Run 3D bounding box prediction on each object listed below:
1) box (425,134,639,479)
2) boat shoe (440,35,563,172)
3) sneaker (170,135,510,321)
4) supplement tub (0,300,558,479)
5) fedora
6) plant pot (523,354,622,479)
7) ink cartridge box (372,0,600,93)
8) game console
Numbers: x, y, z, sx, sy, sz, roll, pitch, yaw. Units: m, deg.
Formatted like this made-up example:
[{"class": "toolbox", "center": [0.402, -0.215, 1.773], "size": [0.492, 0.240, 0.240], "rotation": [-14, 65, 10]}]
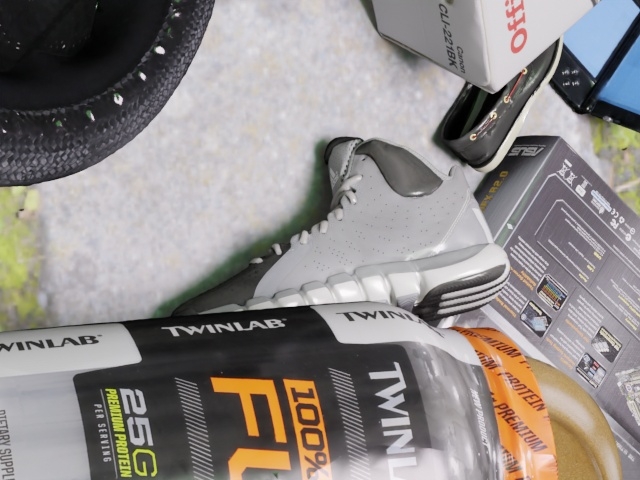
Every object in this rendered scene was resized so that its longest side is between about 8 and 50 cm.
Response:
[{"class": "box", "center": [0.182, 0.065, 1.225], "size": [0.231, 0.056, 0.183], "rotation": [41, 73, -24]}, {"class": "boat shoe", "center": [0.129, -0.114, 1.195], "size": [0.042, 0.049, 0.133], "rotation": [35, 78, -34]}, {"class": "sneaker", "center": [0.000, 0.000, 1.118], "size": [0.229, 0.086, 0.132], "rotation": [-11, 68, -13]}, {"class": "supplement tub", "center": [-0.050, 0.143, 0.971], "size": [0.338, 0.207, 0.207], "rotation": [-5, 93, -18]}, {"class": "fedora", "center": [-0.217, -0.188, 0.924], "size": [0.334, 0.152, 0.334], "rotation": [-2, 93, -40]}, {"class": "plant pot", "center": [0.107, 0.192, 1.159], "size": [0.236, 0.032, 0.236], "rotation": [-5, 106, -18]}, {"class": "ink cartridge box", "center": [0.150, -0.260, 1.125], "size": [0.273, 0.114, 0.197], "rotation": [-42, 141, -24]}, {"class": "game console", "center": [0.228, -0.151, 1.240], "size": [0.107, 0.071, 0.122], "rotation": [44, 70, -24]}]
